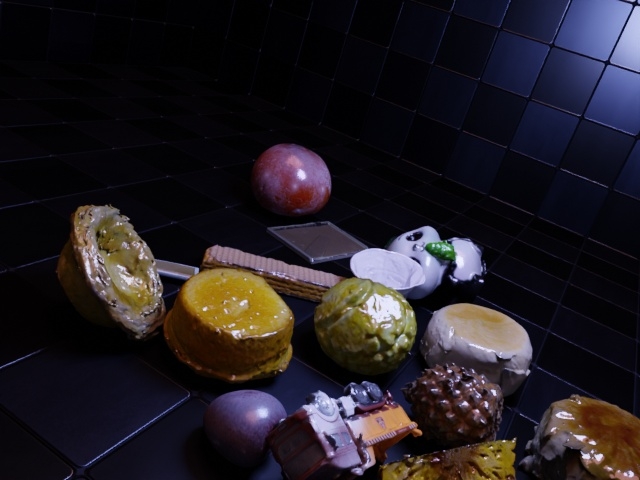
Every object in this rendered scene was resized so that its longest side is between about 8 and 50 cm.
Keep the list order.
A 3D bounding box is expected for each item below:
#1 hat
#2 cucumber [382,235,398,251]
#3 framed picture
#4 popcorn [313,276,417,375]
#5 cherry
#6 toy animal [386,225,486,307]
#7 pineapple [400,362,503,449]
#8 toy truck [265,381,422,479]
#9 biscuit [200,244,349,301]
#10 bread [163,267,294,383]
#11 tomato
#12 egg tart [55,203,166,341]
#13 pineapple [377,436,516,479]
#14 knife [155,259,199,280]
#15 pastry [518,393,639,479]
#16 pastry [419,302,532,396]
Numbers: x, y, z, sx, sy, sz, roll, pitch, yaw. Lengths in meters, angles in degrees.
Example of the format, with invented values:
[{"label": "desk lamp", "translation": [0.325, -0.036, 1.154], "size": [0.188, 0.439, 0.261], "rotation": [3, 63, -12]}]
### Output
[{"label": "hat", "translation": [0.158, 0.119, 1.513], "size": [0.203, 0.126, 0.203], "rotation": [11, 28, -6]}, {"label": "cucumber", "translation": [0.209, 0.042, 1.847], "size": [0.044, 0.043, 0.257], "rotation": [16, 23, 10]}, {"label": "framed picture", "translation": [0.000, 0.000, 1.820], "size": [0.281, 0.019, 0.209], "rotation": [-7, 34, -46]}, {"label": "popcorn", "translation": [0.092, 0.183, 1.269], "size": [0.221, 0.184, 0.204], "rotation": [32, 57, 24]}, {"label": "cherry", "translation": [-0.106, 0.294, 0.974], "size": [0.148, 0.115, 0.188], "rotation": [-17, -1, 28]}, {"label": "toy animal", "translation": [0.311, 0.071, 1.644], "size": [0.266, 0.213, 0.213], "rotation": [16, 22, -13]}, {"label": "pineapple", "translation": [0.240, 0.307, 1.115], "size": [0.193, 0.166, 0.166], "rotation": [9, 17, 27]}, {"label": "toy truck", "translation": [0.041, 0.309, 0.931], "size": [0.270, 0.114, 0.135], "rotation": [9, 41, -55]}, {"label": "biscuit", "translation": [-0.109, 0.088, 1.489], "size": [0.378, 0.054, 0.094], "rotation": [14, 22, -9]}, {"label": "bread", "translation": [-0.176, 0.164, 1.152], "size": [0.268, 0.146, 0.268], "rotation": [13, 27, -7]}, {"label": "tomato", "translation": [-0.096, -0.200, 1.939], "size": [0.270, 0.227, 0.270], "rotation": [13, 21, -5]}, {"label": "egg tart", "translation": [-0.404, 0.071, 1.147], "size": [0.118, 0.288, 0.288], "rotation": [-28, 26, 6]}, {"label": "pineapple", "translation": [0.186, 0.407, 0.952], "size": [0.249, 0.164, 0.140], "rotation": [-1, 68, -29]}, {"label": "knife", "translation": [-0.301, 0.083, 1.394], "size": [0.342, 0.027, 0.061], "rotation": [14, 22, -17]}, {"label": "pastry", "translation": [0.556, 0.415, 1.128], "size": [0.329, 0.137, 0.330], "rotation": [14, 22, -6]}, {"label": "pastry", "translation": [0.356, 0.247, 1.368], "size": [0.264, 0.133, 0.265], "rotation": [14, 23, -6]}]
